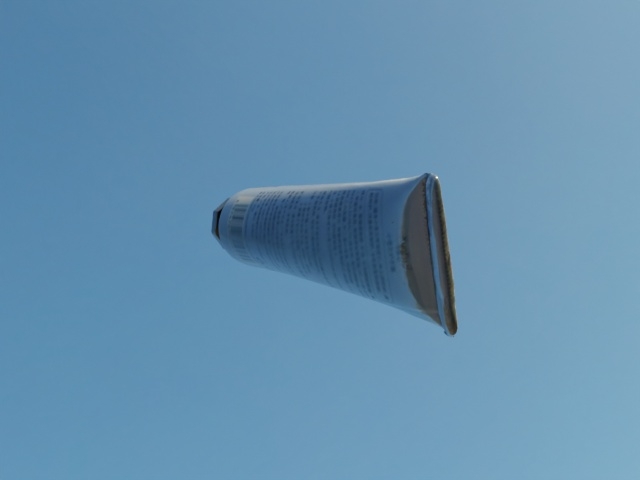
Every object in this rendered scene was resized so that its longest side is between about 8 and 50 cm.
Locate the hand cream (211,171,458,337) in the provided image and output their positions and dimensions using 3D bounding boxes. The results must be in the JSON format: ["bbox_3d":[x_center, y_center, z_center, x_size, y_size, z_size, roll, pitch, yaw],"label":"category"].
[{"bbox_3d":[0.000,0.000,0.582,0.055,0.256,0.088,-9,-81,-29],"label":"hand cream"}]
